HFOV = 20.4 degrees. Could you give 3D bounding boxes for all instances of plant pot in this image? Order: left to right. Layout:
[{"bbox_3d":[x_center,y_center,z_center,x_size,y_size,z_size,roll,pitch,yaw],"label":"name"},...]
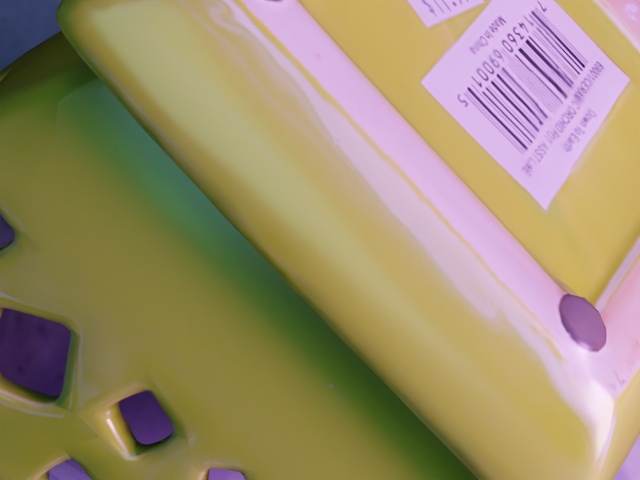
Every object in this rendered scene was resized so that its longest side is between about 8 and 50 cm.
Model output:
[{"bbox_3d":[0.000,0.000,0.570,0.227,0.228,0.207,47,130,-4],"label":"plant pot"}]

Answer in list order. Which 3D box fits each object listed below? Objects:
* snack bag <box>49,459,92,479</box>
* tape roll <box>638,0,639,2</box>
[{"bbox_3d":[-0.241,0.109,0.688,0.323,0.037,0.342,37,132,-13],"label":"snack bag"},{"bbox_3d":[0.223,-0.156,0.545,0.392,0.072,0.392,12,117,24],"label":"tape roll"}]
